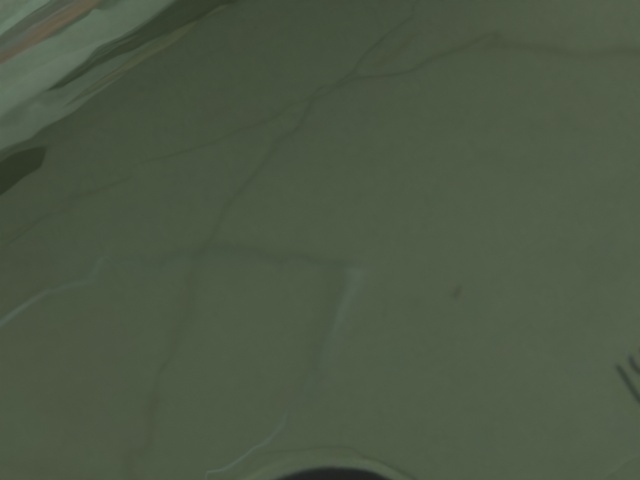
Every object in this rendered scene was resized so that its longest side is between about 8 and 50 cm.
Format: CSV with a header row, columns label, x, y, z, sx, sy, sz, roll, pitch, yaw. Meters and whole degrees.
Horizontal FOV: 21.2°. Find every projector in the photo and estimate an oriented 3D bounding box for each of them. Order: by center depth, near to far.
label,x,y,z,sx,sy,sz,roll,pitch,yaw
projector,0.000,0.000,0.510,0.249,0.248,0.248,-33,-76,3
